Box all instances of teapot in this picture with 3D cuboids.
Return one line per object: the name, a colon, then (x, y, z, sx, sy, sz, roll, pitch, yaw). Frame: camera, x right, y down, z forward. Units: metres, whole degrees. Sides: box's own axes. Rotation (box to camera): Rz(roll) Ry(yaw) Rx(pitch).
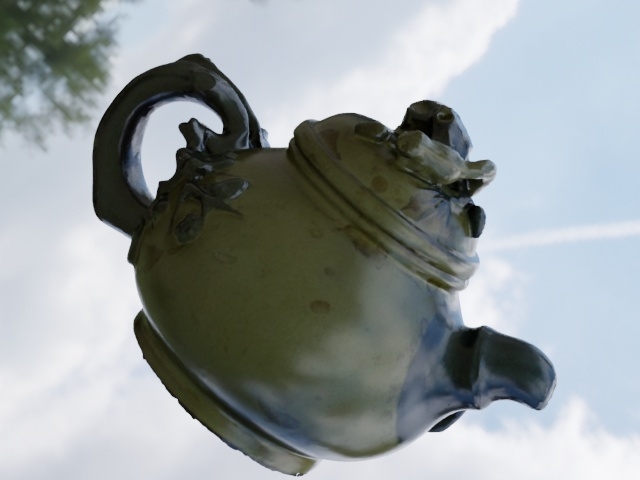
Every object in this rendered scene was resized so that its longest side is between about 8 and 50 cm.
teapot: (0.000, 0.000, 0.714, 0.182, 0.269, 0.173, -49, 161, 12)
